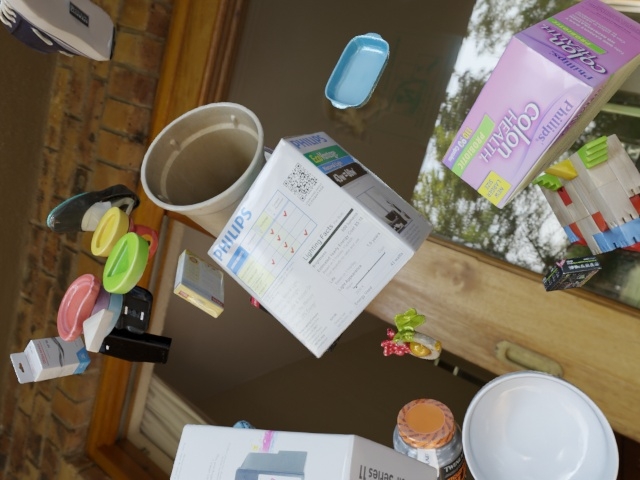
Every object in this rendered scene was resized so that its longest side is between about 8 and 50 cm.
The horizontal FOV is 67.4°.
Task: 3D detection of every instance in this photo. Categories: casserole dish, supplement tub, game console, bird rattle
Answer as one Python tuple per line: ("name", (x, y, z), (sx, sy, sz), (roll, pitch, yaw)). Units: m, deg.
("casserole dish", (0.088, -0.379, 1.093), (0.189, 0.114, 0.037), (-63, -30, -2))
("supplement tub", (0.310, 0.618, 1.355), (0.193, 0.193, 0.316), (-38, -55, -41))
("game console", (-0.510, 0.235, 1.319), (0.361, 0.213, 0.044), (117, 163, -44))
("bird rattle", (0.327, 0.375, 1.726), (0.143, 0.206, 0.254), (-56, -17, -36))

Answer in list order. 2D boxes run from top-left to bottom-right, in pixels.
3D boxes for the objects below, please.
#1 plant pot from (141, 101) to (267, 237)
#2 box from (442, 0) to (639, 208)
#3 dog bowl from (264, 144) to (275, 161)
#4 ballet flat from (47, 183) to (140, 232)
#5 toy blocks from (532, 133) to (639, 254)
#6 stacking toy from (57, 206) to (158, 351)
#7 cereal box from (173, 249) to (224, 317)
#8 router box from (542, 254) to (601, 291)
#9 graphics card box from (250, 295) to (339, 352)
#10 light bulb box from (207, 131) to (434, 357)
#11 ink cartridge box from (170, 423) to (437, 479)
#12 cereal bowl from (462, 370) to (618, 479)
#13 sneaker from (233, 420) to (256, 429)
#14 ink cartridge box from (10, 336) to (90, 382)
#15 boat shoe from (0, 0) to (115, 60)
("plant pot", (-0.254, -0.144, 1.310), (0.334, 0.333, 0.305), (-57, -30, -17))
("box", (0.327, -0.200, 0.696), (0.242, 0.117, 0.214), (-35, -21, -32))
("dog bowl", (-0.252, -0.178, 1.784), (0.150, 0.407, 0.409), (-76, -10, -60))
("ballet flat", (-0.550, -0.080, 1.211), (0.280, 0.096, 0.095), (-59, -8, -64))
("toy blocks", (0.694, -0.086, 1.203), (0.190, 0.261, 0.381), (-25, -10, 4))
("stacking toy", (-0.447, 0.103, 1.086), (0.130, 0.279, 0.309), (29, -96, -42))
("cereal box", (-0.412, 0.143, 1.649), (0.173, 0.240, 0.047), (38, -75, -25))
("router box", (0.620, 0.083, 1.190), (0.122, 0.091, 0.038), (83, -179, -62))
("graphics card box", (-0.054, 0.233, 1.844), (0.233, 0.370, 0.094), (-52, -13, -33))
("light bulb box", (0.000, 0.000, 1.117), (0.358, 0.361, 0.225), (-52, -8, 27))
("ink cartridge box", (0.004, 0.311, 0.585), (0.207, 0.353, 0.119), (39, -130, -41))
("cereal bowl", (0.521, 0.484, 1.170), (0.339, 0.338, 0.141), (-69, -19, 3))
("sneaker", (-0.240, 0.583, 1.333), (0.104, 0.262, 0.125), (-30, -71, 9))
("ink cartridge box", (-0.783, 0.342, 1.397), (0.060, 0.104, 0.180), (-48, -26, 22))
("boat shoe", (-0.507, -0.408, 0.823), (0.340, 0.157, 0.127), (53, -140, -82))
